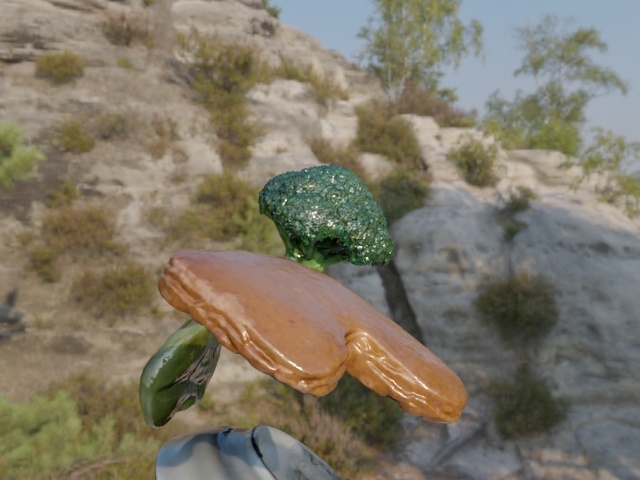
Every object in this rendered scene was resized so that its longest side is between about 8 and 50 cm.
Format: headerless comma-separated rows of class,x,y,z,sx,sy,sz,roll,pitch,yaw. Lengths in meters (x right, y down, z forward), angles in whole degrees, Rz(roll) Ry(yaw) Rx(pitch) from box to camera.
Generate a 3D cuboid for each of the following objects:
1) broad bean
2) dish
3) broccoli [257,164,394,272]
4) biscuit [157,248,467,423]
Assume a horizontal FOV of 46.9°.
broad bean,-0.164,0.150,0.889,0.072,0.153,0.207,23,-9,-3
dish,-0.041,0.310,0.878,0.316,0.106,0.316,37,4,-3
broccoli,0.000,0.000,1.424,0.297,0.298,0.297,19,3,-1
biscuit,0.005,0.062,0.495,0.186,0.036,0.192,37,14,26
